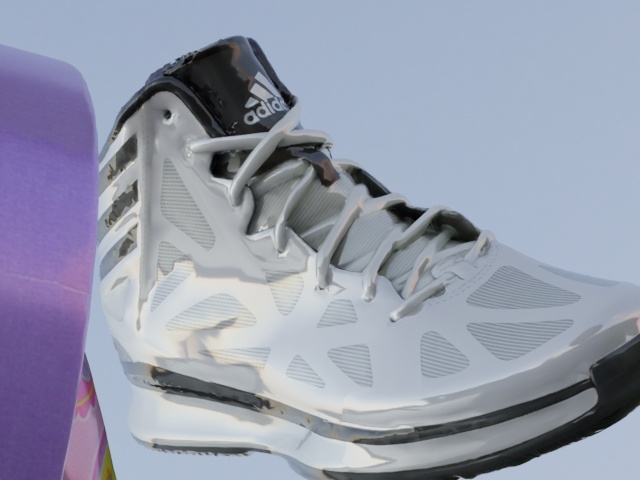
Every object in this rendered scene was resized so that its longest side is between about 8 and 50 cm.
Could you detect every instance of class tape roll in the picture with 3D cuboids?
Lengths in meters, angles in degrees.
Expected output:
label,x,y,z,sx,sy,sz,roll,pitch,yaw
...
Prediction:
label,x,y,z,sx,sy,sz,roll,pitch,yaw
tape roll,-0.155,0.065,0.603,0.090,0.275,0.275,15,-44,-19

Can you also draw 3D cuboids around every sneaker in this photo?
label,x,y,z,sx,sy,sz,roll,pitch,yaw
sneaker,-0.001,0.000,1.151,0.447,0.257,0.169,-4,20,45

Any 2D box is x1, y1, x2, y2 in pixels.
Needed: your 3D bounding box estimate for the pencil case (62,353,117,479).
label,x,y,z,sx,sy,sz,roll,pitch,yaw
pencil case,-0.170,0.042,0.823,0.124,0.284,0.124,-18,-1,0
